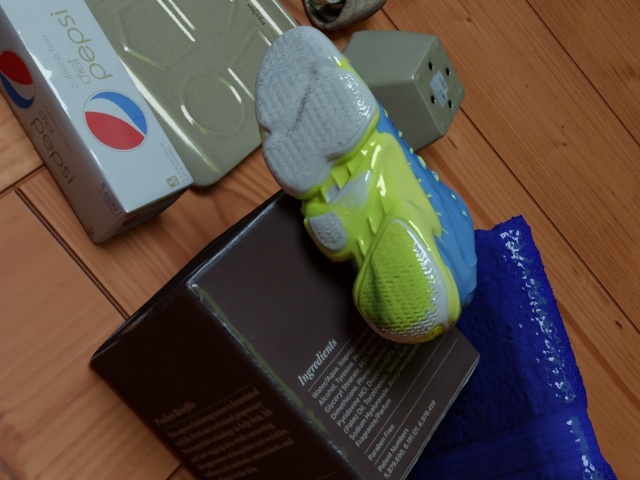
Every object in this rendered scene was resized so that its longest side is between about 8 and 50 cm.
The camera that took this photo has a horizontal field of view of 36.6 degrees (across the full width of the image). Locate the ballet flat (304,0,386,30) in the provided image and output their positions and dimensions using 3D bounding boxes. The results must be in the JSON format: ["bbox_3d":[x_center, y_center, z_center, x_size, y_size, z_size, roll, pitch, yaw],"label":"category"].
[{"bbox_3d":[-0.020,-0.346,0.942,0.106,0.108,0.316,-43,121,-27],"label":"ballet flat"}]

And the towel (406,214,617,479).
[{"bbox_3d":[0.146,0.159,0.792,0.076,0.228,0.308,-5,70,-32],"label":"towel"}]

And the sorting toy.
[{"bbox_3d":[-0.109,-0.170,0.895,0.193,0.038,0.208,49,53,-7],"label":"sorting toy"}]

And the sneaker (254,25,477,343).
[{"bbox_3d":[0.038,-0.039,0.697,0.126,0.091,0.240,0,65,-59],"label":"sneaker"}]

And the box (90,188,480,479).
[{"bbox_3d":[-0.025,0.089,0.738,0.203,0.168,0.167,50,48,-7],"label":"box"}]

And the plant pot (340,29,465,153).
[{"bbox_3d":[0.078,-0.144,0.954,0.109,0.096,0.109,57,43,-30],"label":"plant pot"}]

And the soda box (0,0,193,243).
[{"bbox_3d":[-0.195,-0.112,0.776,0.074,0.069,0.216,-30,89,-41],"label":"soda box"}]
